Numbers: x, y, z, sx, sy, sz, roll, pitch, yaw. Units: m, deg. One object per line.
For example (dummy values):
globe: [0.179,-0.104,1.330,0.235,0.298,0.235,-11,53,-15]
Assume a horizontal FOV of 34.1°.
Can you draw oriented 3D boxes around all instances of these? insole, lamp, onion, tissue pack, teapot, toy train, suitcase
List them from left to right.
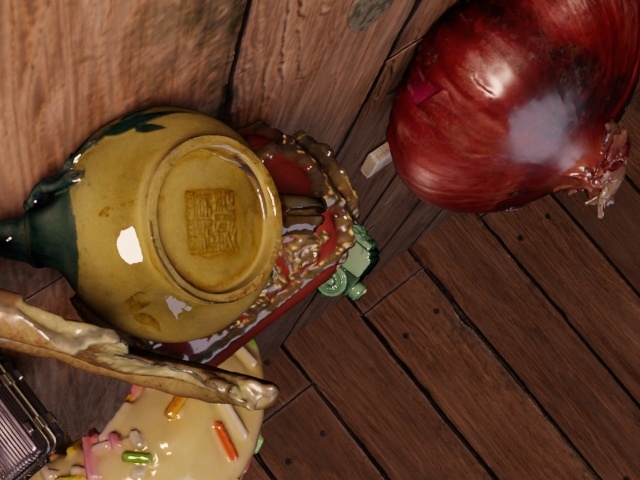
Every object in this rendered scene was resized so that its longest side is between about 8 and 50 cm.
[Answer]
suitcase: [-0.313,0.174,1.005,0.086,0.126,0.059,-42,172,17]
teapot: [-0.120,-0.011,0.799,0.269,0.173,0.182,-7,-179,-44]
lamp: [-0.095,0.011,0.967,0.274,0.177,0.177,-37,171,-14]
toy train: [0.000,0.000,1.307,0.099,0.172,0.070,-53,168,12]
insole: [0.056,-0.229,0.885,0.065,0.006,0.193,-36,171,-15]
tissue pack: [0.108,-0.136,1.534,0.108,0.023,0.056,-35,171,-24]
onion: [0.253,-0.153,1.211,0.347,0.285,0.348,-36,160,-15]

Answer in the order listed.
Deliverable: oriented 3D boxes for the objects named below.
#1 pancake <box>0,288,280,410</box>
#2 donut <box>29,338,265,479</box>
pancake: [-0.167,0.074,0.728,0.288,0.286,0.033,94,13,-79]
donut: [-0.226,0.209,1.131,0.371,0.307,0.150,-37,130,-7]
